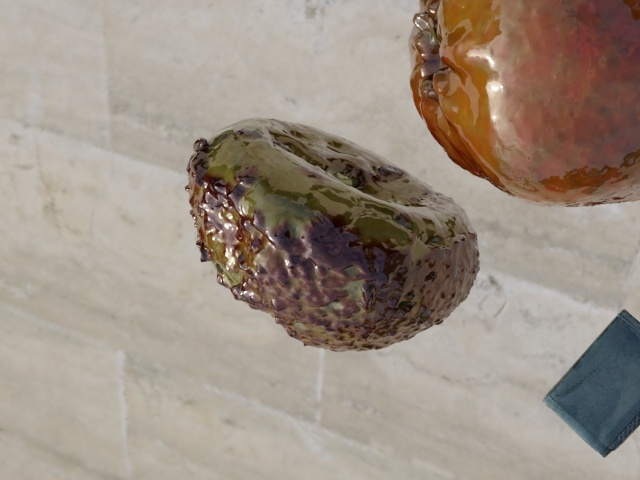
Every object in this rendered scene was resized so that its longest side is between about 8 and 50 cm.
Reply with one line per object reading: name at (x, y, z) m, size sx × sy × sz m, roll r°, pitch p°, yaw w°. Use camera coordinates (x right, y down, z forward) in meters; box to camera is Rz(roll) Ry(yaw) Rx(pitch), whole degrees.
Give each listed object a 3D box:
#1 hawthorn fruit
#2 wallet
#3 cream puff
hawthorn fruit at (0.089, -0.067, 0.352) m, size 0.128 × 0.128 × 0.128 m, roll 13°, pitch 124°, yaw 20°
wallet at (0.298, 0.145, 1.052) m, size 0.088 × 0.026 × 0.129 m, roll 42°, pitch 90°, yaw 14°
cream puff at (0.000, 0.000, 0.494) m, size 0.149 × 0.149 × 0.084 m, roll 27°, pitch 105°, yaw 11°
